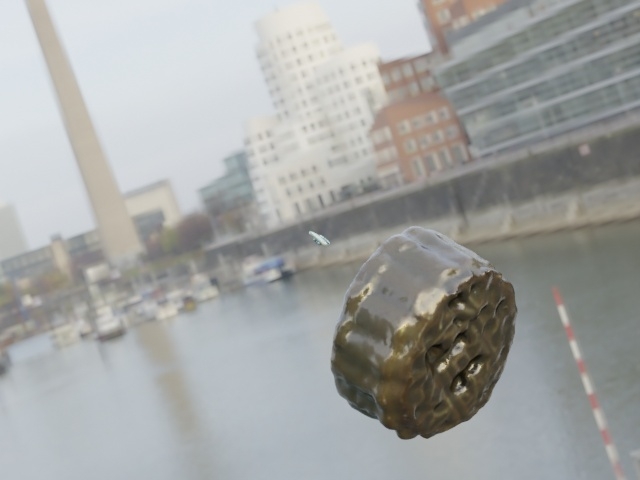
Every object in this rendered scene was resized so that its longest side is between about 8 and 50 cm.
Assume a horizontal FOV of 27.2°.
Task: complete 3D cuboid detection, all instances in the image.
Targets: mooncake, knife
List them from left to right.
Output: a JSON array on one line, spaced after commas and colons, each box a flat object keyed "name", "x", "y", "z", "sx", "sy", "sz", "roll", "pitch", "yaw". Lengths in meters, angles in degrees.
[{"name": "knife", "x": 0.000, "y": 0.000, "z": 1.616, "sx": 0.010, "sy": 0.027, "sz": 0.096, "roll": -51, "pitch": -5, "yaw": 3}, {"name": "mooncake", "x": 0.119, "y": 0.107, "z": 1.462, "sx": 0.124, "sy": 0.228, "sz": 0.228, "roll": 24, "pitch": 30, "yaw": 35}]
